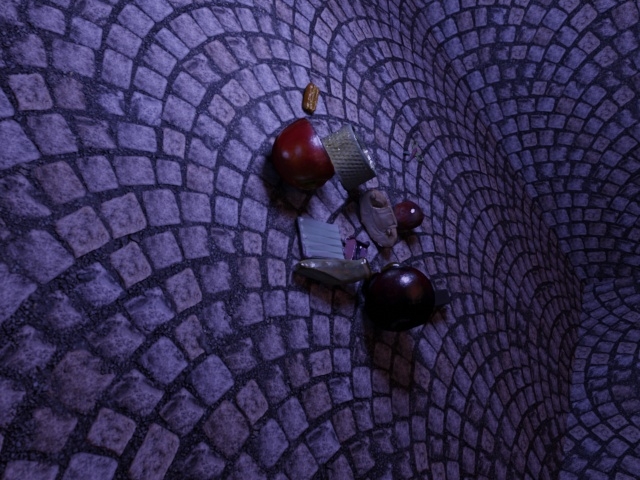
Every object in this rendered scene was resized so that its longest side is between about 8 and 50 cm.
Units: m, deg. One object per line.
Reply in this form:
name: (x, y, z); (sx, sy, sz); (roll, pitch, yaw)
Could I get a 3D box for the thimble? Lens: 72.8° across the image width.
thimble: (0.128, -0.356, 1.880); (0.271, 0.150, 0.271); (55, 18, -28)

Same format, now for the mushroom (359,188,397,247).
mushroom: (0.282, -0.118, 2.008); (0.151, 0.156, 0.285); (-47, 119, -55)

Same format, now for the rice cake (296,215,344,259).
rice cake: (0.000, 0.000, 1.753); (0.198, 0.037, 0.189); (4, 66, -36)

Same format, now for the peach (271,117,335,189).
peach: (-0.073, -0.340, 1.699); (0.245, 0.248, 0.274); (-10, 74, -22)

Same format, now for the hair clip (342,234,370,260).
hair clip: (0.153, 0.061, 1.881); (0.146, 0.056, 0.187); (30, 46, -29)

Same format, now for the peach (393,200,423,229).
peach: (0.444, -0.123, 2.148); (0.152, 0.152, 0.152); (18, 62, -37)

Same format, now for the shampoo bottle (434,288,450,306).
shampoo bottle: (0.532, 0.290, 2.108); (0.246, 0.080, 0.079); (-2, 73, -44)

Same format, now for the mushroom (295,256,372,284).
mushroom: (0.061, 0.122, 1.707); (0.333, 0.087, 0.107); (-1, 64, -32)

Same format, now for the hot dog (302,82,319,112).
hot dog: (-0.044, -0.653, 1.991); (0.071, 0.045, 0.165); (30, 54, -33)

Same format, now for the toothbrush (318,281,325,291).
toothbrush: (0.028, 0.094, 1.767); (0.018, 0.024, 0.257); (34, 51, -28)

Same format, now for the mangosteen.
mangosteen: (0.328, 0.225, 1.801); (0.300, 0.300, 0.300); (18, 62, -37)

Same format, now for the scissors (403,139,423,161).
scissors: (0.526, -0.494, 2.467); (0.187, 0.020, 0.133); (-30, 98, -46)
